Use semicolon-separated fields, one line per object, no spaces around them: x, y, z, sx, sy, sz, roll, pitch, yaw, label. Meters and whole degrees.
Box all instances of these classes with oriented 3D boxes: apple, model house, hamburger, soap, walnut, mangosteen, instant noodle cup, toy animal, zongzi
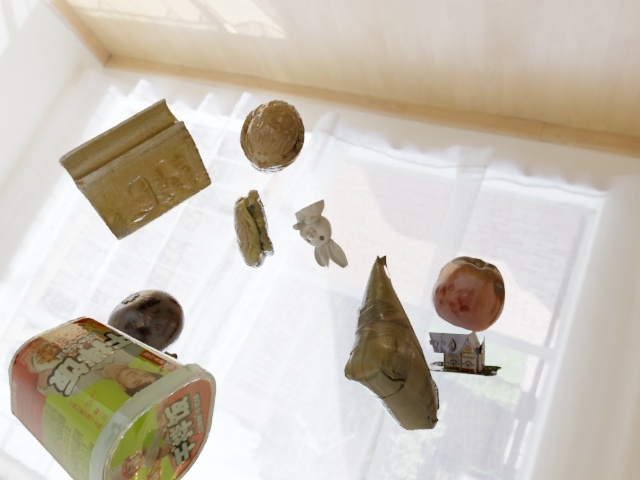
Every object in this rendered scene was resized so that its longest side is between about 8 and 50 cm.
0.442;0.157;1.607;0.230;0.230;0.230;22;163;7;apple
0.330;0.258;1.252;0.167;0.088;0.117;-1;178;29;model house
-0.254;-0.039;1.984;0.134;0.285;0.265;-16;180;0;hamburger
-0.496;-0.192;1.487;0.156;0.335;0.293;49;162;22;soap
-0.115;-0.241;1.276;0.155;0.184;0.155;9;148;6;walnut
-0.512;0.280;1.613;0.235;0.235;0.261;3;122;49;mangosteen
-0.396;0.304;0.997;0.308;0.294;0.294;23;165;25;instant noodle cup
-0.003;-0.002;1.602;0.104;0.220;0.131;-20;-175;24;toy animal
0.164;0.215;1.110;0.123;0.289;0.260;-19;129;28;zongzi
